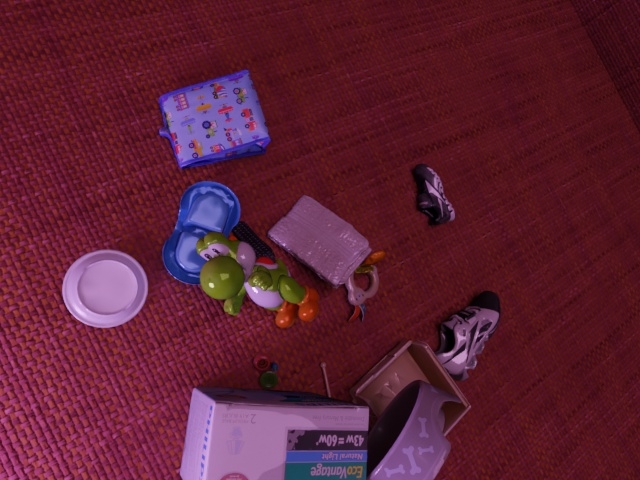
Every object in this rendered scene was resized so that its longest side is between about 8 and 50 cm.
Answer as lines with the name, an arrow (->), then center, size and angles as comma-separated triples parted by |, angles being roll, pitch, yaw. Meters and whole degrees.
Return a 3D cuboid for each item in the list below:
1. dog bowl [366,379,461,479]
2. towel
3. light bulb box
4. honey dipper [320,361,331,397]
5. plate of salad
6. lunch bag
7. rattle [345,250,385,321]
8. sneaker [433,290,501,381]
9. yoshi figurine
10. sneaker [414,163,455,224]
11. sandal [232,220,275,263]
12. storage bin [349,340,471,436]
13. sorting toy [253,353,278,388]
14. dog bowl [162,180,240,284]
dog bowl -> 0.196, 0.493, 1.133 | 0.102, 0.348, 0.348 | 35, 66, 7
towel -> 0.000, 0.000, 1.400 | 0.282, 0.049, 0.187 | 36, 65, 12
light bulb box -> -0.122, 0.483, 1.109 | 0.359, 0.361, 0.225 | 10, 74, -21
honey dipper -> 0.024, 0.436, 1.365 | 0.031, 0.030, 0.160 | -6, 77, -23
plate of salad -> -0.547, 0.122, 1.194 | 0.200, 0.048, 0.199 | 7, 77, -32
lunch bag -> -0.322, -0.344, 1.364 | 0.294, 0.138, 0.220 | -17, 87, -16
rattle -> 0.149, 0.147, 1.427 | 0.130, 0.143, 0.199 | 36, 56, -37
sneaker -> 0.479, 0.281, 1.536 | 0.146, 0.122, 0.330 | 39, 66, -12
yoshi figurine -> -0.181, 0.127, 1.222 | 0.362, 0.203, 0.203 | 38, 89, -28
sneaker -> 0.379, -0.155, 1.623 | 0.106, 0.078, 0.234 | -28, 91, -28
sandal -> -0.195, 0.020, 1.372 | 0.067, 0.040, 0.179 | -32, 76, -31
storage bin -> 0.265, 0.478, 1.402 | 0.262, 0.123, 0.260 | -36, 93, -25
sorting toy -> -0.150, 0.361, 1.309 | 0.061, 0.042, 0.101 | -20, 98, -10
dog bowl -> -0.333, -0.017, 1.301 | 0.166, 0.074, 0.296 | 20, 70, -17
